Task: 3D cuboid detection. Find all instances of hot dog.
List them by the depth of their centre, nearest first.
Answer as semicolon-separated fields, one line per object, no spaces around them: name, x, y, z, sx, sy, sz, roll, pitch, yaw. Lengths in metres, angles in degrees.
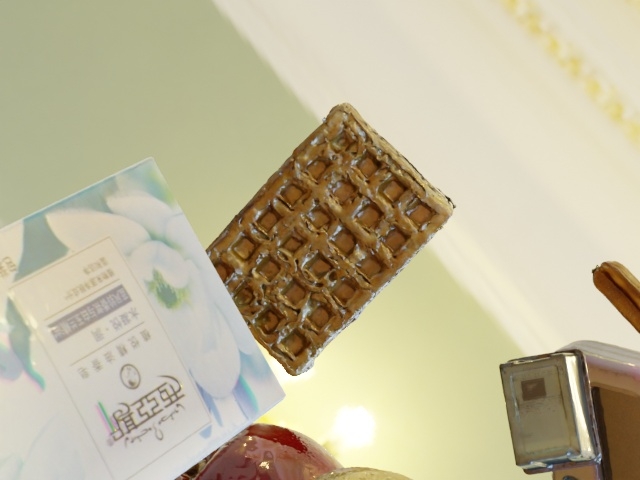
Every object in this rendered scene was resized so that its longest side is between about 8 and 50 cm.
hot dog;0.368;0.070;2.074;0.122;0.037;0.049;50;-49;16

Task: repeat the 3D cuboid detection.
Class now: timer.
timer;0.293;0.198;1.674;0.191;0.069;0.208;14;-60;51

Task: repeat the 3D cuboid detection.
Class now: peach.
peach;-0.044;0.378;2.043;0.362;0.257;0.201;54;-4;7

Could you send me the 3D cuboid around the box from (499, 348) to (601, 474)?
box;0.160;0.120;1.245;0.063;0.060;0.085;22;58;-74

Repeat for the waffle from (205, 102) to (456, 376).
waffle;0.000;0.000;2.283;0.213;0.308;0.091;44;7;2

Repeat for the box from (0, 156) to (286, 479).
box;-0.179;0.087;1.198;0.116;0.274;0.203;-26;-87;39

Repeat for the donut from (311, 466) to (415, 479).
donut;0.035;0.270;1.479;0.166;0.184;0.073;46;-22;11
